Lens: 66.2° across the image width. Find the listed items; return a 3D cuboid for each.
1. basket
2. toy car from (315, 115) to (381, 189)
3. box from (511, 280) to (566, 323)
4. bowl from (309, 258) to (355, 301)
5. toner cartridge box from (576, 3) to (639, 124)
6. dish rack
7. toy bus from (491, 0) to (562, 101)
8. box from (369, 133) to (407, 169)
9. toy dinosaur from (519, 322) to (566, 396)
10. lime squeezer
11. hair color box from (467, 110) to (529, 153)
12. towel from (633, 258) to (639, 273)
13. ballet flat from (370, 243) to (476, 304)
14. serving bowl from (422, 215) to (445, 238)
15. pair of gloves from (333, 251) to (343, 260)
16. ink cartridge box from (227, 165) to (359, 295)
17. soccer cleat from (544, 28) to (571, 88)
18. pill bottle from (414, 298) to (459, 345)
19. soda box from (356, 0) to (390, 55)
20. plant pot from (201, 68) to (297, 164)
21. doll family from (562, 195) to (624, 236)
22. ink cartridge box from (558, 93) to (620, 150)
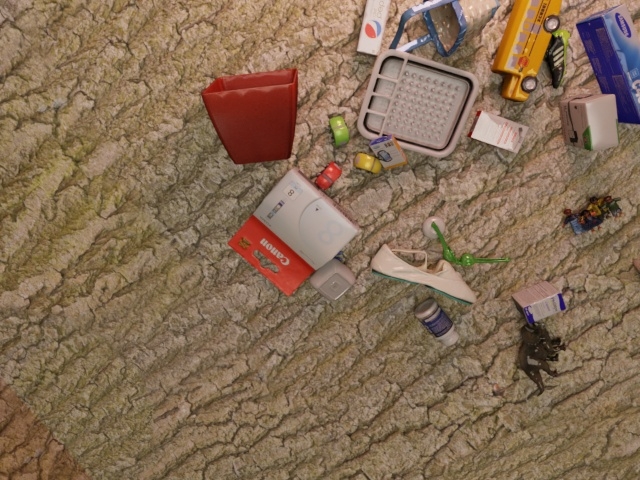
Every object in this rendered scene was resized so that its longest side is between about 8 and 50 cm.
[{"bbox_3d":[0.350,-0.651,1.448,0.289,0.255,0.201,-27,89,-5],"label":"basket"},{"bbox_3d":[0.077,-0.302,1.634,0.239,0.053,0.225,-17,99,-7],"label":"toy car"},{"bbox_3d":[0.774,0.218,1.746,0.137,0.126,0.072,-25,103,9],"label":"box"},{"bbox_3d":[0.049,0.151,1.765,0.142,0.053,0.142,-43,119,10],"label":"bowl"},{"bbox_3d":[0.915,-0.530,1.504,0.075,0.165,0.348,-28,104,8],"label":"toner cartridge box"},{"bbox_3d":[0.306,-0.436,1.574,0.332,0.072,0.286,15,118,-3],"label":"dish rack"},{"bbox_3d":[0.631,-0.606,1.517,0.130,0.108,0.333,15,106,-3],"label":"toy bus"},{"bbox_3d":[0.222,-0.295,1.616,0.081,0.028,0.136,-12,137,31],"label":"box"},{"bbox_3d":[0.809,0.421,1.829,0.160,0.121,0.314,8,112,11],"label":"toy dinosaur"},{"bbox_3d":[0.506,0.039,1.735,0.310,0.059,0.110,25,107,-6],"label":"lime squeezer"},{"bbox_3d":[0.584,-0.358,1.621,0.167,0.053,0.093,19,105,-3],"label":"hair color box"},{"bbox_3d":[1.219,0.194,1.697,0.282,0.187,0.049,43,107,-11],"label":"towel"},{"bbox_3d":[0.378,0.112,1.732,0.400,0.139,0.139,18,106,0],"label":"ballet flat"},{"bbox_3d":[0.401,-0.042,1.731,0.083,0.027,0.083,0,106,1],"label":"serving bowl"},{"bbox_3d":[0.000,0.000,1.757,0.159,0.023,0.198,-1,107,2],"label":"pair of gloves"},{"bbox_3d":[-0.104,-0.013,1.703,0.308,0.091,0.385,42,106,-7],"label":"ink cartridge box"},{"bbox_3d":[0.742,-0.573,1.555,0.072,0.060,0.179,4,100,10],"label":"soccer cleat"},{"bbox_3d":[0.430,0.303,1.797,0.094,0.094,0.169,-38,101,11],"label":"pill bottle"},{"bbox_3d":[0.168,-0.690,1.526,0.073,0.069,0.216,11,106,-1],"label":"soda box"},{"bbox_3d":[-0.193,-0.383,1.539,0.267,0.267,0.236,-6,117,3],"label":"plant pot"},{"bbox_3d":[0.926,-0.091,1.680,0.193,0.076,0.111,-38,107,15],"label":"doll family"},{"bbox_3d":[0.832,-0.371,1.531,0.086,0.208,0.153,-14,105,9],"label":"ink cartridge box"}]
